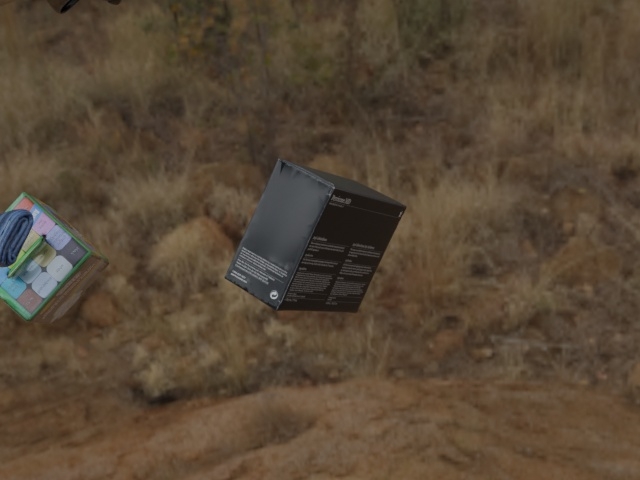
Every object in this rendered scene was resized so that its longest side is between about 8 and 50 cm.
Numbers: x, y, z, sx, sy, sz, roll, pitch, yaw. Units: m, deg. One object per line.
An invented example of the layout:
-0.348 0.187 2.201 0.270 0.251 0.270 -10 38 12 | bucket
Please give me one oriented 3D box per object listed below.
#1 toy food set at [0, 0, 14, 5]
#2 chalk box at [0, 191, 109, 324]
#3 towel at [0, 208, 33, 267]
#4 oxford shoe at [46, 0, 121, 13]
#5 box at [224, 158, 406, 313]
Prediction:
-0.582 -0.452 1.836 0.306 0.092 0.219 -31 7 -33 | toy food set
-0.401 0.027 1.540 0.132 0.213 0.132 42 84 3 | chalk box
-0.351 -0.003 1.208 0.119 0.029 0.067 -5 59 61 | towel
-0.247 -0.346 1.349 0.227 0.096 0.083 -21 13 24 | oxford shoe
0.000 0.000 1.563 0.103 0.184 0.261 31 9 25 | box
